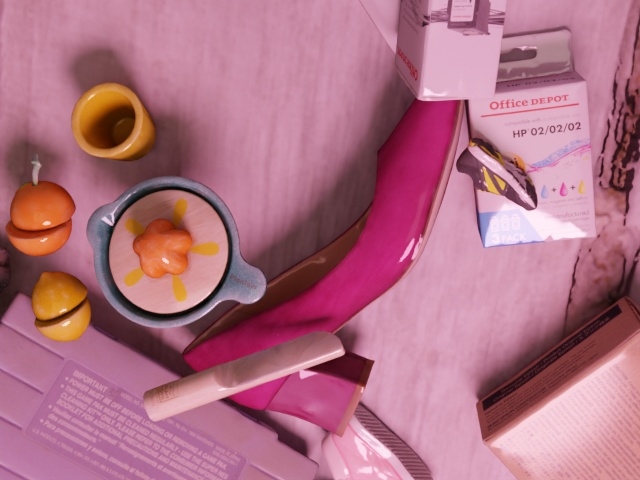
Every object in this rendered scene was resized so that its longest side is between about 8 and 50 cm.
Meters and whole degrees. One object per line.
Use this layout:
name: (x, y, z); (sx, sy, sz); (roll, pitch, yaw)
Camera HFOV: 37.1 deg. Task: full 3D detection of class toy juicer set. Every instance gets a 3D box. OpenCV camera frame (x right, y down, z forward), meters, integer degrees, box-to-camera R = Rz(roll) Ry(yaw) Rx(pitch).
toy juicer set: (-0.161, 0.036, 0.844); (0.209, 0.089, 0.329); (-41, 77, 3)

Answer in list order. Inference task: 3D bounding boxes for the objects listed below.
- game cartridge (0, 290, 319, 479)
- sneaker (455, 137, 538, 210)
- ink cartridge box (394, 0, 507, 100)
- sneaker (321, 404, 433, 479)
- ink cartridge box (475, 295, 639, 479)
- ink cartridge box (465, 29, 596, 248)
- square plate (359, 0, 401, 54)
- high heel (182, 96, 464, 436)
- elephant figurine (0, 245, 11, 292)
game cartridge: (-0.196, 0.229, 0.926); (0.355, 0.068, 0.230); (34, 66, -15)
sneaker: (0.154, -0.053, 0.834); (0.083, 0.031, 0.035); (43, 123, -3)
ink cartridge box: (0.103, -0.196, 0.748); (0.063, 0.109, 0.150); (0, 115, -7)
sneaker: (0.057, 0.237, 0.989); (0.134, 0.051, 0.070); (44, 108, -6)
ink cartridge box: (0.301, 0.204, 0.937); (0.193, 0.088, 0.234); (-39, 101, 14)
ink cartridge box: (0.188, -0.091, 0.864); (0.104, 0.061, 0.181); (-7, 107, 7)
square plate: (0.121, -0.369, 0.759); (0.347, 0.049, 0.344); (-33, 111, 12)
high heel: (0.000, 0.000, 0.883); (0.181, 0.127, 0.377); (22, 104, 4)
elephant figurine: (-0.404, 0.137, 0.958); (0.169, 0.186, 0.239); (-2, 100, 50)
